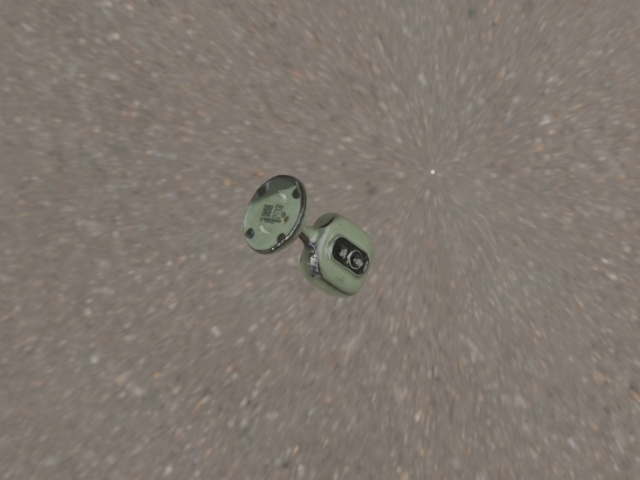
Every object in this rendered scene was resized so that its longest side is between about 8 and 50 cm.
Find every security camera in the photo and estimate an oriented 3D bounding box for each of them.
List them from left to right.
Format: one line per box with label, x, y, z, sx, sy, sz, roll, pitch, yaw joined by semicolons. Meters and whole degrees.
security camera;0.000;0.000;1.021;0.092;0.058;0.058;27;95;-39
